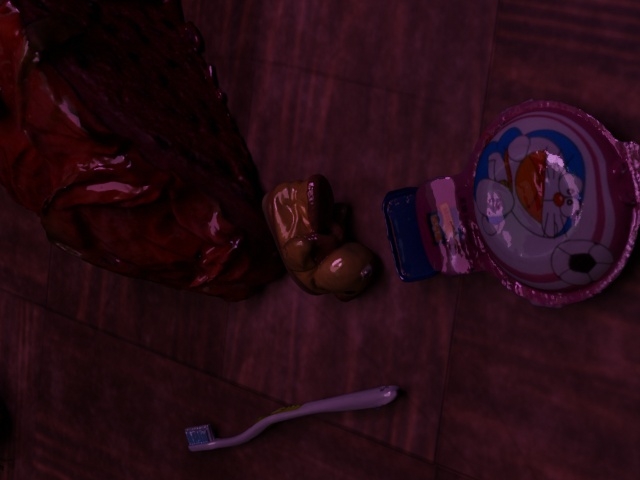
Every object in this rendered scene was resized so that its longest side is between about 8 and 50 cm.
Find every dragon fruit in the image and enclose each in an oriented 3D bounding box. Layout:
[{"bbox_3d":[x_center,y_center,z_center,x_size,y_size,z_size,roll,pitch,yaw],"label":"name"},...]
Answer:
[{"bbox_3d":[-0.154,-0.088,1.396,0.330,0.302,0.240,41,89,13],"label":"dragon fruit"}]

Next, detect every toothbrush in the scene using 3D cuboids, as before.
[{"bbox_3d":[-0.028,0.157,1.395,0.263,0.022,0.026,-17,96,41],"label":"toothbrush"}]

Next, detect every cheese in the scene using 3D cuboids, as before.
[{"bbox_3d":[0.141,-0.022,1.198,0.244,0.062,0.155,-12,89,42],"label":"cheese"}]

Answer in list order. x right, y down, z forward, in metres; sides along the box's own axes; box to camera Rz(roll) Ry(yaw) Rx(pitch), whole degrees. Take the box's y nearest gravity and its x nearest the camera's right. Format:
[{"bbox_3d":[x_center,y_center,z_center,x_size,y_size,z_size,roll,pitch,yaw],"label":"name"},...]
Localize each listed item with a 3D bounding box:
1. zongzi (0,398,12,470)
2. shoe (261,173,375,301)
[{"bbox_3d":[-0.399,0.084,1.664,0.248,0.111,0.241,30,108,30],"label":"zongzi"},{"bbox_3d":[-0.003,-0.001,1.320,0.069,0.072,0.109,-29,76,45],"label":"shoe"}]
